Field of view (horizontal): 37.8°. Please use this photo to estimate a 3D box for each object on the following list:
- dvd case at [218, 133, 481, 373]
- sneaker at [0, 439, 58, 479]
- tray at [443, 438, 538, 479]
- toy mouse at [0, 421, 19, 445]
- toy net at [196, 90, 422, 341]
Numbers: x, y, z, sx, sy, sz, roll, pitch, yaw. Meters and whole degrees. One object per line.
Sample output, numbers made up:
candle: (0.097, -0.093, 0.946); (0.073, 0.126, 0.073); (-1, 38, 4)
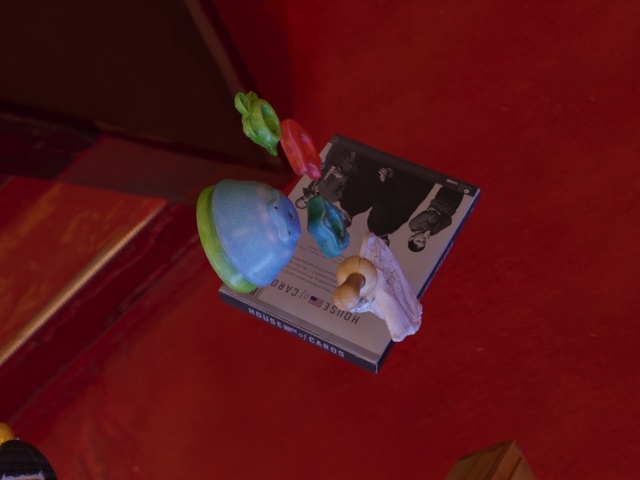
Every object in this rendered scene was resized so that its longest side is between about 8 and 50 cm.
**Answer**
dvd case: (0.034, 0.003, 0.955); (0.179, 0.030, 0.239); (23, 59, 19)
sneaker: (-0.391, 0.395, 1.144); (0.121, 0.111, 0.300); (-2, 85, 46)
tray: (0.222, 0.406, 0.829); (0.076, 0.203, 0.411); (-28, 91, 30)
toy mouse: (-0.478, 0.300, 1.302); (0.161, 0.143, 0.031); (41, 119, 20)
toy net: (0.000, 0.000, 0.626); (0.045, 0.232, 0.122); (-22, 57, 21)
